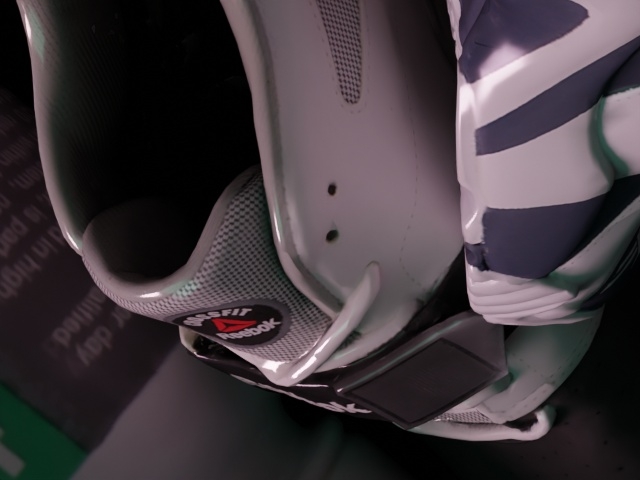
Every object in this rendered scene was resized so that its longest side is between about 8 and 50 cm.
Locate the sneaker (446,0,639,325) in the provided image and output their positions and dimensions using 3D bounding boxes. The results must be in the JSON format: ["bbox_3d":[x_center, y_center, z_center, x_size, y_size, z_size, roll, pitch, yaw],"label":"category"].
[{"bbox_3d":[0.100,-0.055,0.372,0.153,0.094,0.235,-4,146,6],"label":"sneaker"}]

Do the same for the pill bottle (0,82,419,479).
[{"bbox_3d":[-0.142,0.047,0.612,0.361,0.204,0.204,38,140,-1],"label":"pill bottle"}]

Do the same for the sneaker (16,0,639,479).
[{"bbox_3d":[0.000,0.000,0.517,0.122,0.146,0.330,-12,122,40],"label":"sneaker"}]
